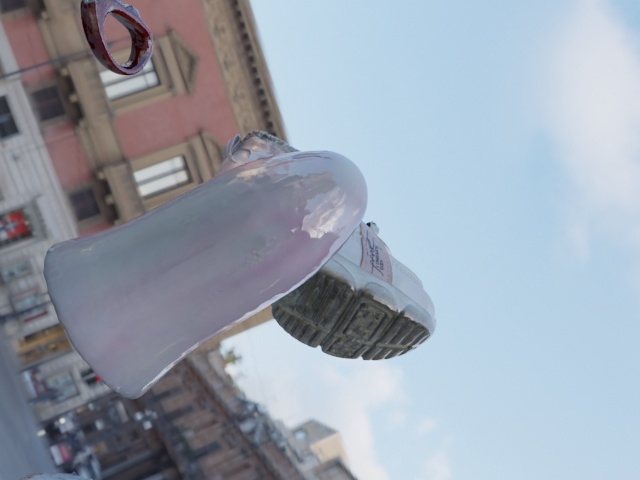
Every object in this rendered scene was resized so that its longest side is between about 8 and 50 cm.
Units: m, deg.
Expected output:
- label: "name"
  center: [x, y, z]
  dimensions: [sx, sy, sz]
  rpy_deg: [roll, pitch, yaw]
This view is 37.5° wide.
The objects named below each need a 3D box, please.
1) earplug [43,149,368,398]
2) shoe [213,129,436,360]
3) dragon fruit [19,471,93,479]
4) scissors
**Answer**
- label: "earplug"
  center: [-0.090, 0.011, 0.913]
  dimensions: [0.172, 0.301, 0.172]
  rpy_deg: [61, 5, -10]
- label: "shoe"
  center: [0.002, -0.001, 1.166]
  dimensions: [0.351, 0.198, 0.172]
  rpy_deg: [30, -34, -14]
- label: "dragon fruit"
  center: [-0.246, 0.417, 1.119]
  dimensions: [0.221, 0.283, 0.204]
  rpy_deg: [-70, -159, 10]
- label: "scissors"
  center: [-0.158, -0.184, 0.561]
  dimensions: [0.248, 0.017, 0.144]
  rpy_deg: [-4, 105, -72]
